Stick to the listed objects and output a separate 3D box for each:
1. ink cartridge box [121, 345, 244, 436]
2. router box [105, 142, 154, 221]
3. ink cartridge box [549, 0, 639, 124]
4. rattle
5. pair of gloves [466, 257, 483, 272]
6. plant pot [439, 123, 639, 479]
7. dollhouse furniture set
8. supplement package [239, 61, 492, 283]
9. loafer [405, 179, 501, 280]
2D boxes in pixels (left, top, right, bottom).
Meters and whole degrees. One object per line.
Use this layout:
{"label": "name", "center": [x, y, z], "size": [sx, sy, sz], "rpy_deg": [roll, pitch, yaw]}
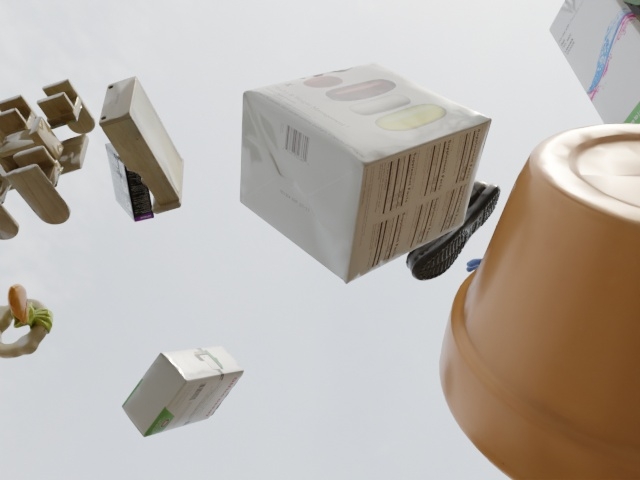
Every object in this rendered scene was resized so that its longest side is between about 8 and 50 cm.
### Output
{"label": "ink cartridge box", "center": [-0.290, 0.319, 1.378], "size": [0.160, 0.092, 0.219], "rpy_deg": [-53, -23, 12]}
{"label": "router box", "center": [-0.408, -0.129, 1.355], "size": [0.046, 0.179, 0.133], "rpy_deg": [-15, -64, -25]}
{"label": "ink cartridge box", "center": [0.451, -0.225, 0.810], "size": [0.201, 0.278, 0.117], "rpy_deg": [-4, -33, -14]}
{"label": "rattle", "center": [-0.616, 0.142, 1.185], "size": [0.143, 0.200, 0.130], "rpy_deg": [54, -131, -63]}
{"label": "pair of gloves", "center": [0.407, 0.050, 1.311], "size": [0.198, 0.159, 0.023], "rpy_deg": [6, -104, -22]}
{"label": "plant pot", "center": [0.246, 0.038, 0.488], "size": [0.291, 0.291, 0.203], "rpy_deg": [-15, -57, -25]}
{"label": "dollhouse furniture set", "center": [-0.338, -0.105, 0.899], "size": [0.242, 0.212, 0.161], "rpy_deg": [-15, -46, 7]}
{"label": "supplement package", "center": [0.046, -0.090, 0.732], "size": [0.203, 0.194, 0.149], "rpy_deg": [-24, -44, -36]}
{"label": "loafer", "center": [0.197, -0.022, 1.003], "size": [0.220, 0.078, 0.080], "rpy_deg": [-42, -30, -29]}
